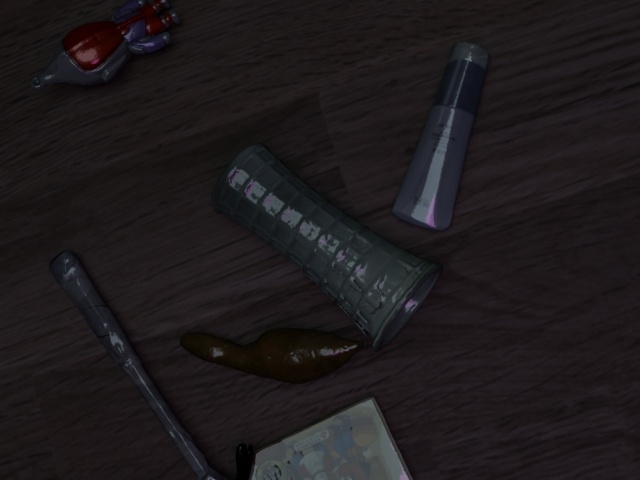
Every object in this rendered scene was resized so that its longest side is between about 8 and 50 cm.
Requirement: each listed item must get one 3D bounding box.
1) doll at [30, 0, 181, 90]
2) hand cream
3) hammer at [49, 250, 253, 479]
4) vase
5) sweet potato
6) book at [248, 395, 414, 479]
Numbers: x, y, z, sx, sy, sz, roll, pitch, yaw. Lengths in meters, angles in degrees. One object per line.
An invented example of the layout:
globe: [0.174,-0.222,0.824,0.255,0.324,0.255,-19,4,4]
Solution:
doll: [-0.306,-0.273,1.477,0.227,0.075,0.102,-34,65,-8]
hand cream: [0.169,-0.140,1.416,0.079,0.048,0.255,17,88,14]
hammer: [-0.250,0.193,1.420,0.152,0.044,0.427,-42,76,12]
vase: [0.000,0.000,1.375,0.299,0.143,0.143,37,88,13]
sweet potato: [-0.063,0.152,1.395,0.269,0.075,0.075,-1,82,22]
book: [0.036,0.365,1.374,0.202,0.027,0.264,-25,80,3]
